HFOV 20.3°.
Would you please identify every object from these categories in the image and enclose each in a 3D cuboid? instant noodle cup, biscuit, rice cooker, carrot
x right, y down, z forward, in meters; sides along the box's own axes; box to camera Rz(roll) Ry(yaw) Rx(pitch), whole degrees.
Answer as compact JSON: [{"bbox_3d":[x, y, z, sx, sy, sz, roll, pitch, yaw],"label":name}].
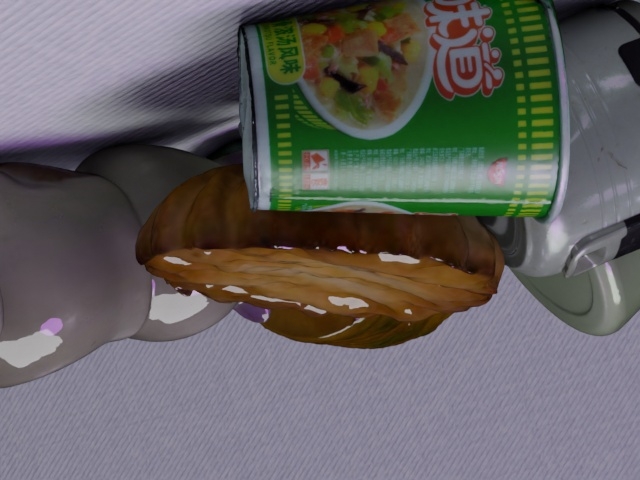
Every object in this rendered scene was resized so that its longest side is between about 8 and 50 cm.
[{"bbox_3d":[0.056,-0.106,1.372,0.233,0.207,0.207,-4,174,-5],"label":"instant noodle cup"},{"bbox_3d":[0.000,0.000,1.569,0.326,0.107,0.326,4,170,1],"label":"biscuit"},{"bbox_3d":[0.241,-0.091,1.607,0.244,0.226,0.226,-24,177,-14],"label":"rice cooker"},{"bbox_3d":[0.032,0.013,2.195,0.242,0.241,0.341,-15,171,20],"label":"carrot"}]

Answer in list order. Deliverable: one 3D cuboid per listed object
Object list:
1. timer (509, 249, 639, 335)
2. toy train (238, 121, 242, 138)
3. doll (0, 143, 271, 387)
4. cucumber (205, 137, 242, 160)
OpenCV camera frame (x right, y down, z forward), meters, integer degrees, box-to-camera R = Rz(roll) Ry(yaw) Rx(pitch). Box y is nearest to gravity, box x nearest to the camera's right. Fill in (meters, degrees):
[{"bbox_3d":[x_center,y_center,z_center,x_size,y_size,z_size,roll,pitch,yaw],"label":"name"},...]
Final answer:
[{"bbox_3d":[0.339,-0.098,1.909,0.315,0.290,0.291,-34,180,-14],"label":"timer"},{"bbox_3d":[0.033,-0.140,1.623,0.252,0.048,0.055,-24,180,36],"label":"toy train"},{"bbox_3d":[-0.236,0.019,1.722,0.370,0.215,0.226,-16,-158,-41],"label":"doll"},{"bbox_3d":[-0.092,-0.072,1.924,0.115,0.063,0.244,-18,177,-27],"label":"cucumber"}]
